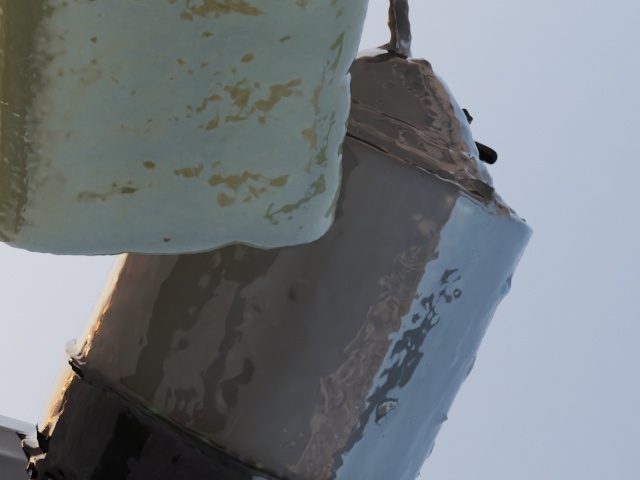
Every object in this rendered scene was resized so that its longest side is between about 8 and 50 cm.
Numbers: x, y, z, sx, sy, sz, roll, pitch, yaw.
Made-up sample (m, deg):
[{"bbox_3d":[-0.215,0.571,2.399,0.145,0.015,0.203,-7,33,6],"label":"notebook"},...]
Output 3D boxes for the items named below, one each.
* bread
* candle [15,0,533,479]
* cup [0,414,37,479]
[{"bbox_3d":[-0.051,-0.078,0.605,0.139,0.178,0.060,0,-145,-15],"label":"bread"},{"bbox_3d":[0.000,0.000,0.817,0.187,0.187,0.330,26,-87,42],"label":"candle"},{"bbox_3d":[-0.344,0.192,1.087,0.323,0.326,0.237,4,-102,58],"label":"cup"}]
